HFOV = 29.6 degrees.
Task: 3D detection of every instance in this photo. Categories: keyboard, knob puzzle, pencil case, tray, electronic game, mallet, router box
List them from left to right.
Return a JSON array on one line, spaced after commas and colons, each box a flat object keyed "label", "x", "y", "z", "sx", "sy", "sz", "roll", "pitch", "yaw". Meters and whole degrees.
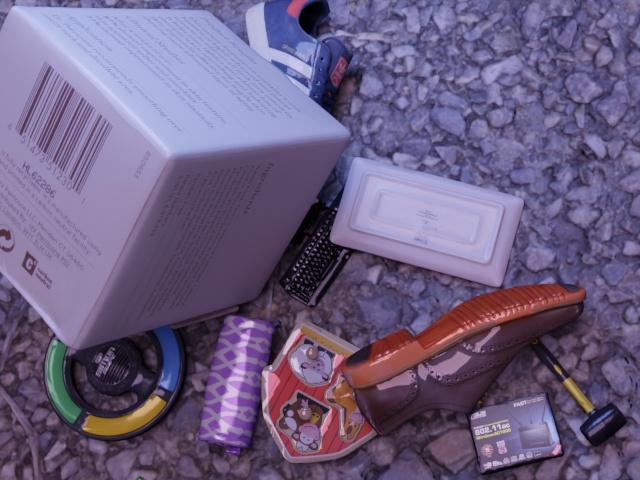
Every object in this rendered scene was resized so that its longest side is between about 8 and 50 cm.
[{"label": "electronic game", "x": -0.317, "y": 0.193, "z": 1.863, "sx": 0.229, "sy": 0.048, "sz": 0.229, "roll": -3, "pitch": 75, "yaw": 11}, {"label": "pencil case", "x": -0.123, "y": 0.209, "z": 1.799, "sx": 0.086, "sy": 0.088, "sz": 0.206, "roll": 11, "pitch": 77, "yaw": 11}, {"label": "keyboard", "x": 0.000, "y": 0.000, "z": 1.858, "sx": 0.100, "sy": 0.038, "sz": 0.192, "roll": 31, "pitch": 82, "yaw": 18}, {"label": "knob puzzle", "x": 0.000, "y": 0.235, "z": 1.764, "sx": 0.213, "sy": 0.030, "sz": 0.213, "roll": 1, "pitch": 82, "yaw": -8}, {"label": "tray", "x": 0.159, "y": -0.033, "z": 1.826, "sx": 0.270, "sy": 0.030, "sz": 0.145, "roll": 15, "pitch": 79, "yaw": 9}, {"label": "router box", "x": 0.276, "y": 0.275, "z": 1.726, "sx": 0.122, "sy": 0.038, "sz": 0.092, "roll": -16, "pitch": 72, "yaw": 7}, {"label": "mallet", "x": 0.364, "y": 0.200, "z": 1.734, "sx": 0.062, "sy": 0.039, "sz": 0.189, "roll": -30, "pitch": 67, "yaw": 1}]

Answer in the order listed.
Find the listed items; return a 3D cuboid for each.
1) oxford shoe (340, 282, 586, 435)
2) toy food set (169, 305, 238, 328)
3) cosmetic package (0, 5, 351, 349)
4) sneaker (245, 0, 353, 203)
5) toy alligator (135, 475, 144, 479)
[{"label": "oxford shoe", "x": 0.218, "y": 0.165, "z": 1.736, "sx": 0.364, "sy": 0.130, "sz": 0.132, "roll": -22, "pitch": 99, "yaw": 3}, {"label": "toy food set", "x": -0.240, "y": 0.074, "z": 1.859, "sx": 0.128, "sy": 0.071, "sz": 0.218, "roll": -22, "pitch": 55, "yaw": -36}, {"label": "cosmetic package", "x": -0.241, "y": -0.102, "z": 1.681, "sx": 0.329, "sy": 0.394, "sz": 0.327, "roll": 43, "pitch": 119, "yaw": 23}, {"label": "sneaker", "x": -0.014, "y": -0.230, "z": 1.874, "sx": 0.148, "sy": 0.131, "sz": 0.350, "roll": -16, "pitch": 72, "yaw": 11}, {"label": "toy alligator", "x": -0.334, "y": 0.423, "z": 1.801, "sx": 0.056, "sy": 0.051, "sz": 0.189, "roll": 42, "pitch": 86, "yaw": 19}]
